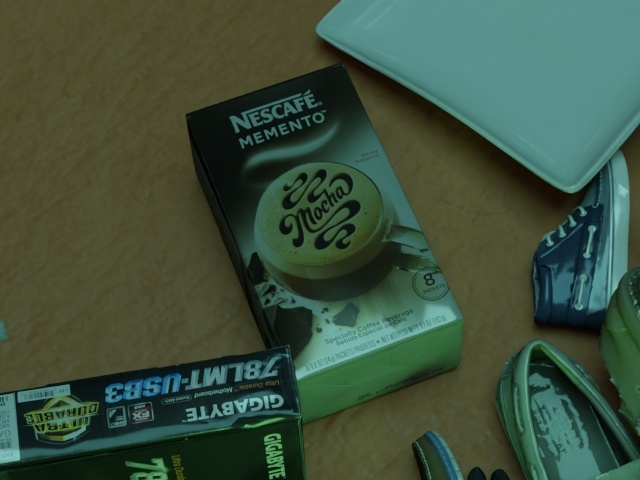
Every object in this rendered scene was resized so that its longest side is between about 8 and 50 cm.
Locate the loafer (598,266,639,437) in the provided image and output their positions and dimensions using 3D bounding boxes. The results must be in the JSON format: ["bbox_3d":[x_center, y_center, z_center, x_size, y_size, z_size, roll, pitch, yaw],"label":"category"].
[{"bbox_3d":[0.317,0.153,1.392,0.102,0.092,0.268,-4,61,-22],"label":"loafer"}]

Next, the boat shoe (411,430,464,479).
[{"bbox_3d":[0.103,0.256,1.419,0.066,0.066,0.183,-14,63,-5],"label":"boat shoe"}]

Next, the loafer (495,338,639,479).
[{"bbox_3d":[0.242,0.232,1.402,0.112,0.111,0.319,-24,64,-9],"label":"loafer"}]

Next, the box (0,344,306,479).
[{"bbox_3d":[-0.158,0.195,1.329,0.293,0.295,0.073,-7,62,-3],"label":"box"}]

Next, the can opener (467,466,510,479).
[{"bbox_3d":[0.168,0.275,1.404,0.059,0.073,0.186,12,44,-37],"label":"can opener"}]

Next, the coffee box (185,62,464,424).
[{"bbox_3d":[0.000,0.000,1.526,0.168,0.119,0.297,-20,64,-8],"label":"coffee box"}]

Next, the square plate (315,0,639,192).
[{"bbox_3d":[0.231,-0.237,1.660,0.347,0.049,0.344,36,71,28],"label":"square plate"}]

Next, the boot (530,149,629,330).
[{"bbox_3d":[0.249,-0.005,1.551,0.086,0.069,0.190,5,64,1],"label":"boot"}]
